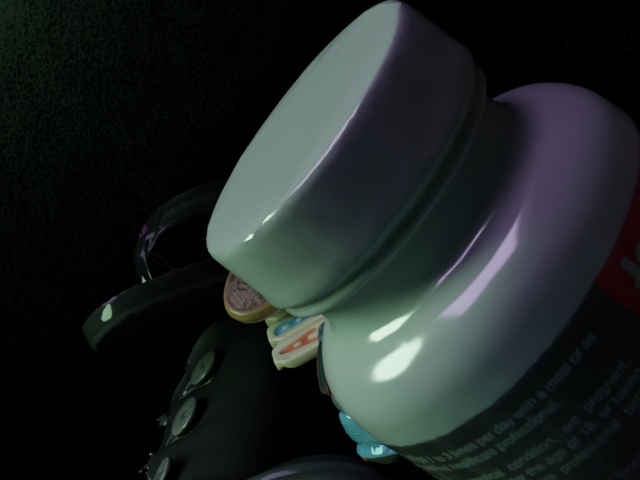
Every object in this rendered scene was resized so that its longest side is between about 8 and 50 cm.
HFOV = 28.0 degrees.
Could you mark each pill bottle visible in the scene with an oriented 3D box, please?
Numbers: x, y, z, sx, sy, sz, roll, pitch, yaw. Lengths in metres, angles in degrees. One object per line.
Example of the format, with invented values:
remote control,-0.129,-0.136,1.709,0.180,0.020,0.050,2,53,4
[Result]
pill bottle,0.113,0.042,0.565,0.176,0.318,0.176,-48,18,21

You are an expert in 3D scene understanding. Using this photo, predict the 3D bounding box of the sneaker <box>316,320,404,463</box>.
sneaker,0.106,0.034,0.886,0.262,0.125,0.104,-38,13,-28

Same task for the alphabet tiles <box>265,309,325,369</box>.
alphabet tiles,0.074,0.012,1.100,0.278,0.021,0.284,-30,16,2

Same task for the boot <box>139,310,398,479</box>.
boot,-0.044,0.182,1.107,0.367,0.146,0.445,-39,14,26

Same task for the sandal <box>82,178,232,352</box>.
sandal,-0.085,-0.004,1.274,0.167,0.107,0.446,-36,-6,39

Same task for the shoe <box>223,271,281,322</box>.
shoe,0.000,0.000,1.144,0.076,0.058,0.219,24,62,38
